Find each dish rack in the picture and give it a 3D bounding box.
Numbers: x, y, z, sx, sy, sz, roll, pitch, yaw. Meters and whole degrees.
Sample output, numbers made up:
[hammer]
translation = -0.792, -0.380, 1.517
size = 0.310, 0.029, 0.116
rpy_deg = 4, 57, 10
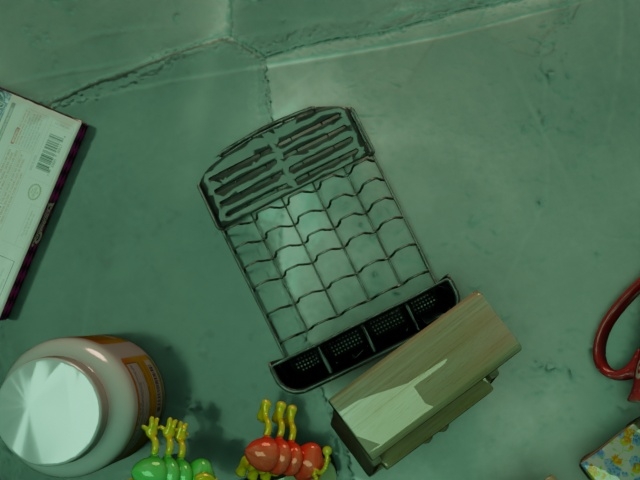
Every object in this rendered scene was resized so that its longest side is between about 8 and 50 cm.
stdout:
[dish rack]
translation = 0.000, 0.000, 1.662
size = 0.208, 0.074, 0.271
rpy_deg = -26, 86, 2

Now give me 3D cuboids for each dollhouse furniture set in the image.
[dollhouse furniture set]
translation = 0.191, 0.272, 1.517
size = 0.362, 0.256, 0.394
rpy_deg = -36, 80, -8

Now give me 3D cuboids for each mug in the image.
[mug]
translation = 0.360, 0.085, 1.614
size = 0.150, 0.113, 0.169
rpy_deg = 9, 85, 3

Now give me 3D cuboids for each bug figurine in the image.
[bug figurine]
translation = -0.109, 0.295, 1.603
size = 0.216, 0.072, 0.279
rpy_deg = 11, 106, -27

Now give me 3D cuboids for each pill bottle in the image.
[pill bottle]
translation = -0.241, 0.163, 1.587
size = 0.136, 0.245, 0.136
rpy_deg = 0, 87, 5

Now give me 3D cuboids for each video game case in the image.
[video game case]
translation = -0.389, -0.059, 1.710
size = 0.210, 0.042, 0.232
rpy_deg = 22, 89, 5

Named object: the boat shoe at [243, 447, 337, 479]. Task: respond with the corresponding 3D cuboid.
[boat shoe]
translation = -0.045, 0.257, 1.673
size = 0.133, 0.042, 0.049
rpy_deg = -24, 106, 5
